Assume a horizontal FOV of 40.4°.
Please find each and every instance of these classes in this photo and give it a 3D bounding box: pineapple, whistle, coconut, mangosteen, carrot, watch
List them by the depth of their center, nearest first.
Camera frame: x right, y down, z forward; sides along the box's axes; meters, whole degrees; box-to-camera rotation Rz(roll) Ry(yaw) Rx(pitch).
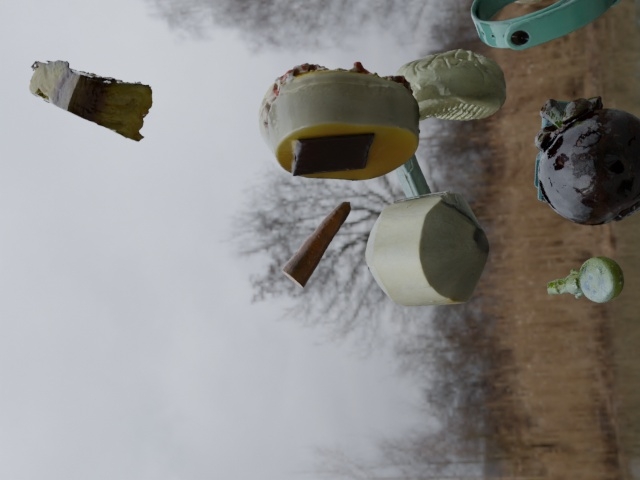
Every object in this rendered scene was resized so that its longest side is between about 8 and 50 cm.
[{"bbox_3d":[0.363,-0.395,1.407,0.195,0.237,0.068,-78,-32,-44],"label":"watch"},{"bbox_3d":[0.495,-0.156,1.607,0.265,0.228,0.228,58,-176,16],"label":"mangosteen"},{"bbox_3d":[-0.435,-0.268,1.625,0.186,0.236,0.114,-149,74,-79],"label":"pineapple"},{"bbox_3d":[0.000,0.000,1.848,0.210,0.061,0.061,-54,-20,-8],"label":"carrot"},{"bbox_3d":[0.605,0.096,1.985,0.198,0.057,0.104,-20,78,56],"label":"whistle"},{"bbox_3d":[0.283,0.025,2.227,0.323,0.323,0.323,-4,-90,-79],"label":"coconut"}]

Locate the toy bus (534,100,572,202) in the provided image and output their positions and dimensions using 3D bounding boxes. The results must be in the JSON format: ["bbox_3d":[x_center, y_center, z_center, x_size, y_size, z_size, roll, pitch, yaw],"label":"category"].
[{"bbox_3d":[0.620,-0.215,2.189,0.128,0.147,0.256,-47,-40,-53],"label":"toy bus"}]

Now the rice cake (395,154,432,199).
[{"bbox_3d":[0.242,-0.214,2.448,0.066,0.063,0.336,-9,-111,-38],"label":"rice cake"}]

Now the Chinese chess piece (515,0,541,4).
[{"bbox_3d":[0.480,-0.668,1.954,0.273,0.102,0.273,13,-90,-79],"label":"Chinese chess piece"}]

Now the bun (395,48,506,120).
[{"bbox_3d":[0.256,-0.314,1.750,0.229,0.229,0.145,33,-123,-76],"label":"bun"}]

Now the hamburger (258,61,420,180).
[{"bbox_3d":[0.037,-0.213,1.574,0.227,0.295,0.151,124,139,-51],"label":"hamburger"}]
